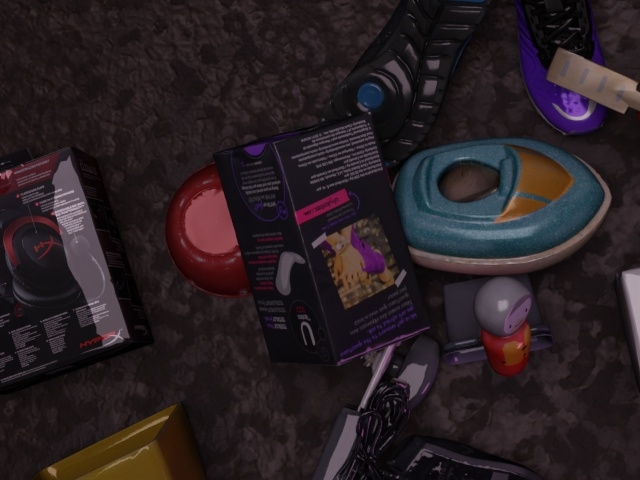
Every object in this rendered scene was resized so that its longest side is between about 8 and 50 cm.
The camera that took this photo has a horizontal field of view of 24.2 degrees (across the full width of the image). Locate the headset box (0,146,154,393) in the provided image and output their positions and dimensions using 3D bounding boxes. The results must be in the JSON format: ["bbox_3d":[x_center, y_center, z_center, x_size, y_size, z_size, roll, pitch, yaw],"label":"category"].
[{"bbox_3d":[-0.367,0.028,1.910,0.218,0.110,0.293,-20,83,7],"label":"headset box"}]

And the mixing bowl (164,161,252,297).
[{"bbox_3d":[-0.120,-0.019,1.882,0.182,0.098,0.181,-1,86,8],"label":"mixing bowl"}]

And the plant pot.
[{"bbox_3d":[-0.235,0.345,1.826,0.212,0.212,0.187,-27,94,6],"label":"plant pot"}]

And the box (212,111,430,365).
[{"bbox_3d":[0.000,0.000,1.779,0.143,0.165,0.270,-19,97,-29],"label":"box"}]

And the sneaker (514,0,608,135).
[{"bbox_3d":[0.281,-0.274,1.813,0.102,0.146,0.293,-13,83,8],"label":"sneaker"}]

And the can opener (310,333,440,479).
[{"bbox_3d":[0.055,0.236,1.845,0.093,0.074,0.280,27,90,9],"label":"can opener"}]

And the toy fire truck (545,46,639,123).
[{"bbox_3d":[0.416,-0.210,1.755,0.246,0.158,0.217,14,88,-28],"label":"toy fire truck"}]

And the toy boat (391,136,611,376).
[{"bbox_3d":[0.211,-0.003,1.750,0.268,0.148,0.318,-5,52,8],"label":"toy boat"}]

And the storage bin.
[{"bbox_3d":[0.209,0.091,1.828,0.135,0.098,0.091,-12,73,8],"label":"storage bin"}]

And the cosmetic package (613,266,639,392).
[{"bbox_3d":[0.534,0.073,1.721,0.366,0.197,0.155,-13,84,9],"label":"cosmetic package"}]

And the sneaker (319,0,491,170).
[{"bbox_3d":[0.119,-0.221,1.856,0.125,0.139,0.340,36,111,0],"label":"sneaker"}]

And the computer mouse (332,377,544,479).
[{"bbox_3d":[0.158,0.293,1.814,0.272,0.072,0.188,22,95,0],"label":"computer mouse"}]
